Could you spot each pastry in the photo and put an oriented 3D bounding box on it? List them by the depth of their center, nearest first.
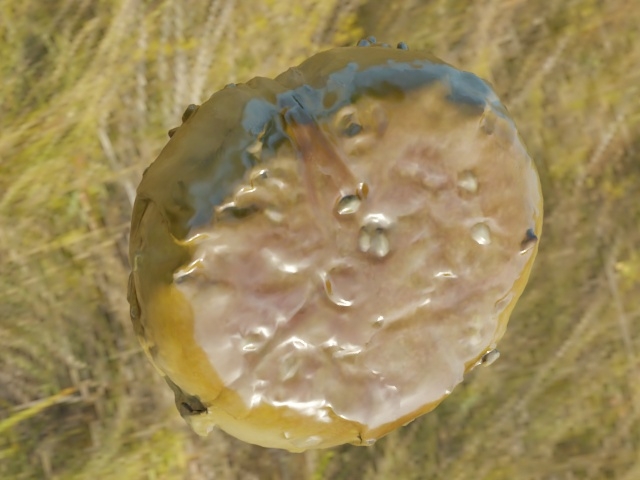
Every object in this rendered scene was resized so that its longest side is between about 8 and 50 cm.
[{"bbox_3d":[0.000,0.000,1.235,0.315,0.184,0.284,-34,113,-11],"label":"pastry"}]
